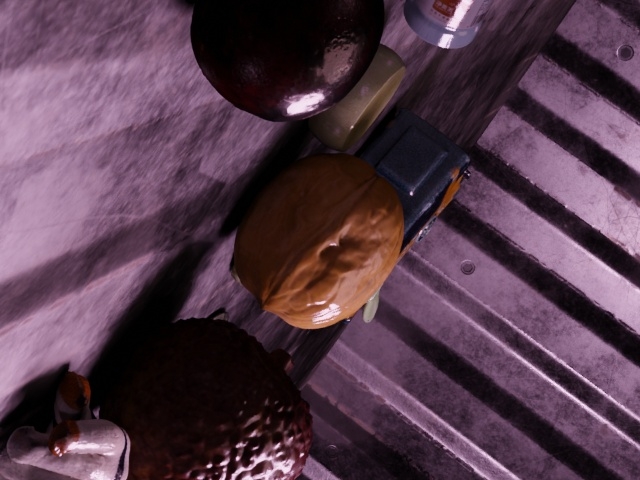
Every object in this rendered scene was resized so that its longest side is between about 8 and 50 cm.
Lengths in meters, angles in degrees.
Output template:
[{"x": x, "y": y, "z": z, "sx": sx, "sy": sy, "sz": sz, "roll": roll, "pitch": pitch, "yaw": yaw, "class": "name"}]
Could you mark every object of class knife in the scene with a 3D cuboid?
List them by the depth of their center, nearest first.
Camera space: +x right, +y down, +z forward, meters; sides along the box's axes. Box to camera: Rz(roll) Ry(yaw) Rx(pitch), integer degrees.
[{"x": 0.080, "y": 0.083, "z": 1.960, "sx": 0.043, "sy": 0.020, "sz": 0.293, "roll": -45, "pitch": 166, "yaw": -18, "class": "knife"}]

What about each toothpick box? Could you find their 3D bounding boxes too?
[{"x": 0.172, "y": -0.317, "z": 1.502, "sx": 0.101, "sy": 0.101, "sz": 0.153, "roll": -47, "pitch": 170, "yaw": -38, "class": "toothpick box"}]

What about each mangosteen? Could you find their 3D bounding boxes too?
[{"x": -0.029, "y": -0.166, "z": 0.914, "sx": 0.152, "sy": 0.152, "sz": 0.152, "roll": -52, "pitch": 172, "yaw": -10, "class": "mangosteen"}]

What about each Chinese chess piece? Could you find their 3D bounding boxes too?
[{"x": 0.044, "y": -0.178, "z": 1.539, "sx": 0.144, "sy": 0.058, "sz": 0.144, "roll": -50, "pitch": 173, "yaw": -8, "class": "Chinese chess piece"}]

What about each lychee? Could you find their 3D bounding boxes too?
[{"x": -0.140, "y": 0.217, "z": 1.504, "sx": 0.260, "sy": 0.260, "sz": 0.260, "roll": -52, "pitch": 172, "yaw": -10, "class": "lychee"}]

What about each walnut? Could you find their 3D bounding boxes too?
[{"x": 0.000, "y": 0.000, "z": 1.553, "sx": 0.225, "sy": 0.193, "sz": 0.193, "roll": -56, "pitch": 173, "yaw": -11, "class": "walnut"}]

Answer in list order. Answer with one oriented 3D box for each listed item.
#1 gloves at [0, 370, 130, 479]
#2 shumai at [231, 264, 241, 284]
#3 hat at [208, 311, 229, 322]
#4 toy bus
[{"x": -0.260, "y": 0.234, "z": 1.324, "sx": 0.140, "sy": 0.131, "sz": 0.218, "roll": -53, "pitch": -178, "yaw": -21, "class": "gloves"}, {"x": -0.026, "y": 0.026, "z": 1.717, "sx": 0.184, "sy": 0.142, "sz": 0.184, "roll": -54, "pitch": 175, "yaw": -7, "class": "shumai"}, {"x": -0.172, "y": 0.239, "z": 1.869, "sx": 0.265, "sy": 0.128, "sz": 0.265, "roll": -55, "pitch": 172, "yaw": -11, "class": "hat"}, {"x": 0.093, "y": -0.045, "z": 2.045, "sx": 0.323, "sy": 0.162, "sz": 0.194, "roll": -49, "pitch": 169, "yaw": -18, "class": "toy bus"}]
